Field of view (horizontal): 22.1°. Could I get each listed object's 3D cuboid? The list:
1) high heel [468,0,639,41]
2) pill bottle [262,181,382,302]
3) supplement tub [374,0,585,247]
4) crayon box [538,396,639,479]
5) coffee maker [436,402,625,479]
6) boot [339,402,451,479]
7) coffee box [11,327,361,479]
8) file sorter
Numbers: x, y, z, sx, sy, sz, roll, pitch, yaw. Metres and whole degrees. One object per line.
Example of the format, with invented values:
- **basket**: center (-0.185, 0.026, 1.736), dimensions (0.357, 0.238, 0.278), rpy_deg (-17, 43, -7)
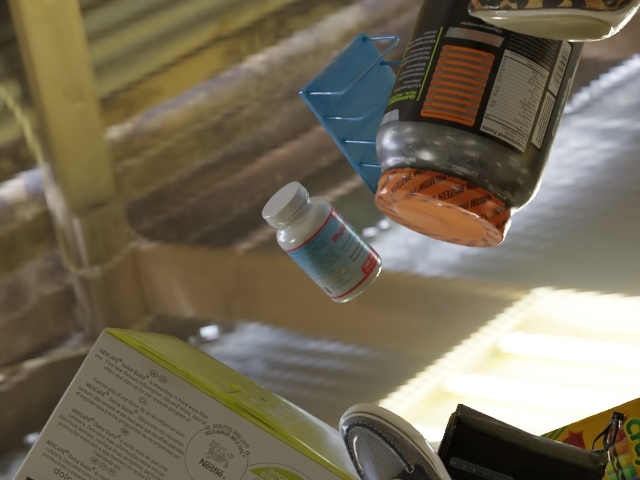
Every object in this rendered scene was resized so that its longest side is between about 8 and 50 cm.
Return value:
- **high heel**: center (0.265, -0.286, 1.533), dimensions (0.261, 0.186, 0.093), rpy_deg (-2, 170, 3)
- **pill bottle**: center (0.000, 0.000, 2.154), dimensions (0.087, 0.160, 0.087), rpy_deg (-37, -158, 18)
- **supplement tub**: center (0.179, -0.164, 1.851), dimensions (0.194, 0.193, 0.316), rpy_deg (7, -109, 40)
- **crayon box**: center (0.442, 0.376, 2.547), dimensions (0.319, 0.202, 0.081), rpy_deg (-24, 156, 11)
- **coffee maker**: center (0.221, 0.246, 1.827), dimensions (0.178, 0.171, 0.120), rpy_deg (21, 165, 4)
- **boot**: center (0.075, 0.230, 1.416), dimensions (0.069, 0.190, 0.086), rpy_deg (-43, 179, 33)
- **coffee box**: center (-0.147, 0.324, 1.856), dimensions (0.338, 0.334, 0.337), rpy_deg (31, 180, 9)
- **file sorter**: center (0.083, -0.156, 2.036), dimensions (0.118, 0.170, 0.104), rpy_deg (-45, -156, -18)
